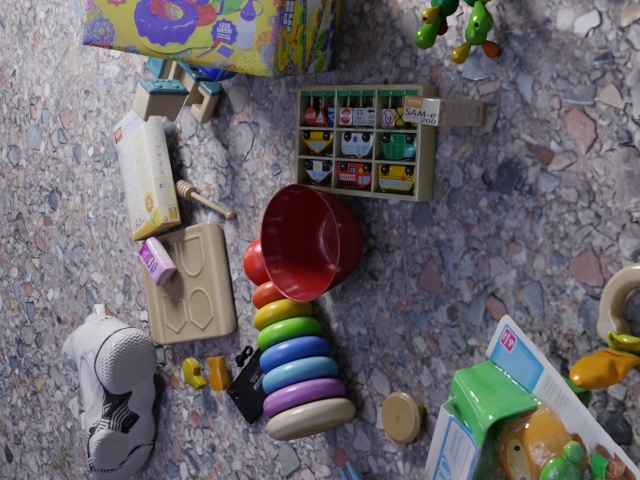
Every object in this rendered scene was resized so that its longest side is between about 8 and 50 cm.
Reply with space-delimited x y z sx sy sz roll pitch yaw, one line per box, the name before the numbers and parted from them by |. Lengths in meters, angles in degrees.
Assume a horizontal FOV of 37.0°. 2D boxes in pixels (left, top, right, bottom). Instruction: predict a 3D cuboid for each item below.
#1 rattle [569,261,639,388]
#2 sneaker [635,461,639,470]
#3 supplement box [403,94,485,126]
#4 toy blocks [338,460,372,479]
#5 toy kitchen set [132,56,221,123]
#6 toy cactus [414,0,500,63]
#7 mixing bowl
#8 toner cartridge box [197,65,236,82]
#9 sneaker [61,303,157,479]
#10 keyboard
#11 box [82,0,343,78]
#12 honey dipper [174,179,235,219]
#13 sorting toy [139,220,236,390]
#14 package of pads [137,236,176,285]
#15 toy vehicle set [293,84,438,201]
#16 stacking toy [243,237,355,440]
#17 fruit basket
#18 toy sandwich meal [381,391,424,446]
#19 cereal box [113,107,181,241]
rattle | 0.359 0.060 1.074 0.130 0.143 0.199 -115 37 -46
sneaker | 0.392 0.255 1.073 0.123 0.106 0.290 15 106 43
supplement box | 0.166 -0.173 1.282 0.062 0.098 0.036 17 106 46
toy blocks | 0.056 0.432 1.494 0.123 0.054 0.148 -50 59 37
toy kitchen set | -0.282 -0.314 1.704 0.207 0.166 0.122 46 125 34
toy cactus | 0.209 -0.338 1.240 0.219 0.112 0.180 -42 45 44
mixing bowl | 0.000 0.000 1.480 0.181 0.098 0.181 7 100 46
toner cartridge box | -0.246 -0.441 1.604 0.348 0.075 0.165 42 118 6
sneaker | -0.437 0.312 1.966 0.210 0.137 0.365 34 121 48
keyboard | -0.109 0.232 1.679 0.108 0.023 0.180 52 128 22
box | -0.144 -0.350 1.392 0.290 0.279 0.177 13 105 16
honey dipper | -0.210 -0.072 1.755 0.161 0.030 0.030 26 113 39
sorting toy | -0.241 0.131 1.804 0.229 0.041 0.307 -13 84 43
package of pads | -0.309 0.040 1.808 0.050 0.032 0.083 -51 60 29
toy vehicle set | 0.062 -0.151 1.444 0.267 0.035 0.166 9 100 46
stacking toy | -0.055 0.145 1.537 0.141 0.141 0.330 -34 65 44
fruit basket | 0.261 0.317 1.115 0.353 0.166 0.327 -118 28 -46
toy sandwich meal | 0.124 0.266 1.425 0.086 0.029 0.085 -2 88 48
cereal box | -0.338 -0.130 1.850 0.173 0.047 0.240 -20 79 59
